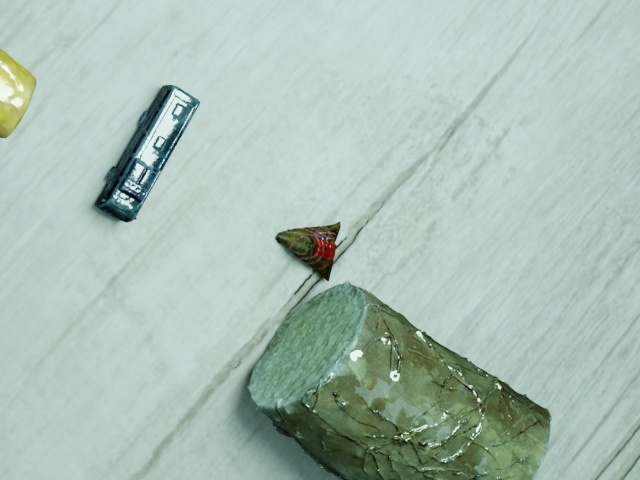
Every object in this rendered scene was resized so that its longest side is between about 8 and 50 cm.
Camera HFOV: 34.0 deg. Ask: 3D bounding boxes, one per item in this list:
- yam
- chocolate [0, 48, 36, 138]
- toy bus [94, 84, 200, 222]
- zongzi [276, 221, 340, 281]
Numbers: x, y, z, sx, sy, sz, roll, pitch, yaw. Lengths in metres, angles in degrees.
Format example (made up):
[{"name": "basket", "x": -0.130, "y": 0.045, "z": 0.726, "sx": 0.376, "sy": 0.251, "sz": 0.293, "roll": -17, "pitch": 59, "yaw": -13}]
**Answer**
[{"name": "yam", "x": 0.103, "y": 0.212, "z": 1.276, "sx": 0.348, "sy": 0.241, "sz": 0.241, "roll": 36, "pitch": 82, "yaw": -19}, {"name": "chocolate", "x": -0.492, "y": -0.247, "z": 1.039, "sx": 0.445, "sy": 0.162, "sz": 0.162, "roll": 31, "pitch": 84, "yaw": -26}, {"name": "toy bus", "x": -0.199, "y": -0.100, "z": 1.203, "sx": 0.047, "sy": 0.065, "sz": 0.166, "roll": 31, "pitch": 83, "yaw": -23}, {"name": "zongzi", "x": 0.000, "y": 0.000, "z": 1.311, "sx": 0.083, "sy": 0.067, "sz": 0.073, "roll": 41, "pitch": 68, "yaw": -39}]
